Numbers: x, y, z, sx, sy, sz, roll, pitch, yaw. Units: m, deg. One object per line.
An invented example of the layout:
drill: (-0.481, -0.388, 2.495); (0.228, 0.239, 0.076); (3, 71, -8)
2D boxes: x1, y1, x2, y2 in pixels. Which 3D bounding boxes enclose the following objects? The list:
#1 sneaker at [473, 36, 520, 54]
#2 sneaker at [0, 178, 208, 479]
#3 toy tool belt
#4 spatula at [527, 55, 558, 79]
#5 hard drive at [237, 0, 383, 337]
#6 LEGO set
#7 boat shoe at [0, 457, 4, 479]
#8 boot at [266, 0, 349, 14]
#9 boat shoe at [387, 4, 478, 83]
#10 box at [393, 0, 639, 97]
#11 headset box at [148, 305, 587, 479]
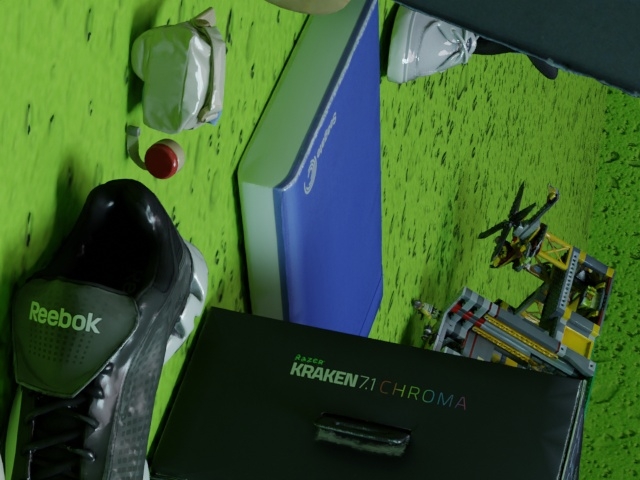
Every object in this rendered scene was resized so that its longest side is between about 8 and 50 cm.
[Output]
sneaker: (0.184, -0.241, 1.788); (0.315, 0.127, 0.182); (49, 57, -65)
sneaker: (-0.114, 0.069, 0.868); (0.106, 0.078, 0.234); (77, 24, -54)
toy tool belt: (-0.069, -0.077, 0.977); (0.051, 0.052, 0.083); (-38, 139, -58)
spatula: (0.141, -0.208, 1.589); (0.296, 0.030, 0.084); (35, 42, -50)
hard drive: (0.000, 0.000, 1.352); (0.319, 0.040, 0.210); (87, 20, -47)
LEGO set: (0.162, 0.111, 1.955); (0.255, 0.192, 0.331); (-46, -164, 54)
boat shoe: (-0.171, 0.096, 0.589); (0.302, 0.109, 0.098); (-42, 136, -78)
boot: (-0.002, -0.282, 0.975); (0.295, 0.104, 0.211); (75, 29, -53)
boat shoe: (0.101, -0.170, 1.581); (0.184, 0.063, 0.066); (-41, 140, -70)
box: (0.280, -0.407, 1.298); (0.472, 0.297, 0.480); (-49, 157, -58)
headset box: (0.038, 0.180, 1.211); (0.283, 0.246, 0.131); (84, 21, -54)
